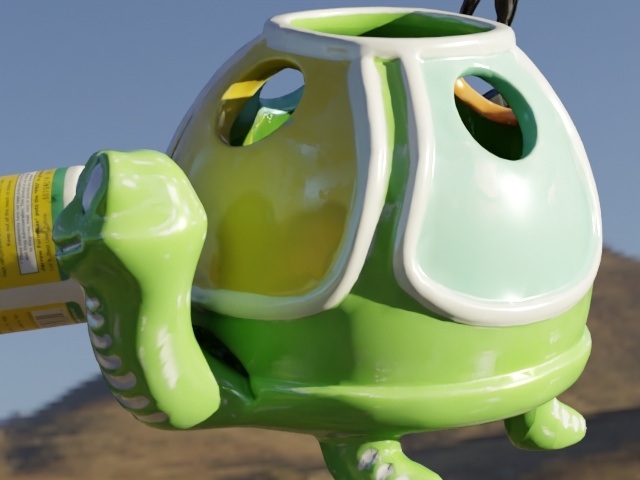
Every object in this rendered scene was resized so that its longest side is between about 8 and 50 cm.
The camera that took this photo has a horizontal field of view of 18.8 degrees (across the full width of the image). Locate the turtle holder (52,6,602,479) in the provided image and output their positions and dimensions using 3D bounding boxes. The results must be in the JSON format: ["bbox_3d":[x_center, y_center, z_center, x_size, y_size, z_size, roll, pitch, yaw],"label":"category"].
[{"bbox_3d":[0.000,-0.005,1.037,0.320,0.228,0.243,-1,16,-18],"label":"turtle holder"}]

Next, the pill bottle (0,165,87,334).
[{"bbox_3d":[-0.263,0.015,1.438,0.208,0.118,0.117,-9,-9,4],"label":"pill bottle"}]

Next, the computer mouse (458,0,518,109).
[{"bbox_3d":[0.154,-0.129,1.594,0.071,0.041,0.242,-21,-42,-5],"label":"computer mouse"}]
